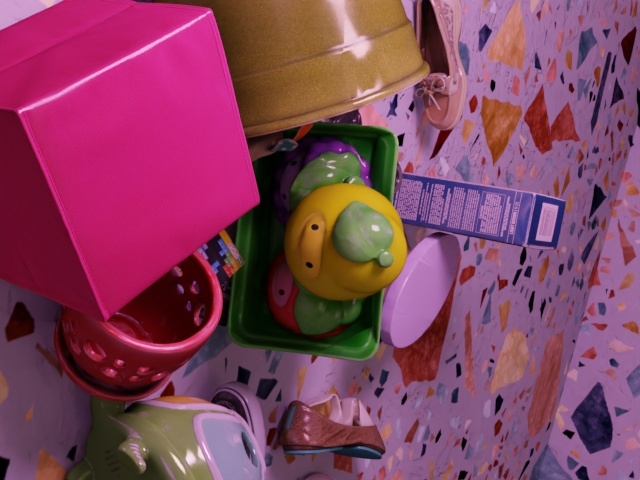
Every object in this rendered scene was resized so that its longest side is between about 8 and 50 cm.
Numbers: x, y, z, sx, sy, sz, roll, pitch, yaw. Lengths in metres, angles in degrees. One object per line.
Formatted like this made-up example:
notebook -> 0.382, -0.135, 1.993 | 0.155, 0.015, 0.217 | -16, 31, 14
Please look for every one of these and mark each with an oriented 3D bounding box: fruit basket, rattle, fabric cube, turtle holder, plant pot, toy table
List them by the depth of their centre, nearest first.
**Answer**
fabric cube -> -0.266, -0.106, 0.950 | 0.258, 0.259, 0.254 | -42, 134, -36
plant pot -> -0.247, 0.100, 1.085 | 0.191, 0.191, 0.174 | -30, 167, -46
plant pot -> -0.072, -0.351, 1.097 | 0.366, 0.366, 0.353 | -34, 117, -44
turtle holder -> -0.222, 0.323, 1.206 | 0.227, 0.320, 0.243 | -20, 147, -46
rattle -> -0.100, -0.102, 1.227 | 0.130, 0.199, 0.143 | -61, 146, -70
fruit basket -> 0.000, 0.000, 1.272 | 0.392, 0.283, 0.392 | 6, 90, -80
toy table -> 0.146, 0.077, 1.670 | 0.274, 0.161, 0.252 | -39, 133, -40

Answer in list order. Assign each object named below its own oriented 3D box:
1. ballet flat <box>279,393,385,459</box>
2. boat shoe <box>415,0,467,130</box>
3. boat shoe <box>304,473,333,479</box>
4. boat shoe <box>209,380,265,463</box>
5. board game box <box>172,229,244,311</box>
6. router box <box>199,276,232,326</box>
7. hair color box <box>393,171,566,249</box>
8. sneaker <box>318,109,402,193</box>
ballet flat -> 0.033, 0.375, 1.689 | 0.342, 0.116, 0.124 | 23, 64, -51
boat shoe -> 0.233, -0.367, 1.710 | 0.089, 0.104, 0.285 | -15, 103, -47
boat shoe -> -0.035, 0.529, 1.687 | 0.065, 0.075, 0.206 | -40, 163, 26
boat shoe -> -0.181, 0.397, 1.359 | 0.119, 0.121, 0.335 | 2, 101, -59
board game box -> -0.206, 0.011, 1.214 | 0.141, 0.048, 0.170 | -47, 123, -29
router box -> -0.182, 0.076, 1.320 | 0.122, 0.038, 0.092 | 33, 74, -54
hair color box -> 0.285, -0.063, 1.657 | 0.174, 0.347, 0.105 | 5, 97, -55
sneaker -> 0.035, -0.175, 1.496 | 0.267, 0.106, 0.101 | 53, 58, -24
